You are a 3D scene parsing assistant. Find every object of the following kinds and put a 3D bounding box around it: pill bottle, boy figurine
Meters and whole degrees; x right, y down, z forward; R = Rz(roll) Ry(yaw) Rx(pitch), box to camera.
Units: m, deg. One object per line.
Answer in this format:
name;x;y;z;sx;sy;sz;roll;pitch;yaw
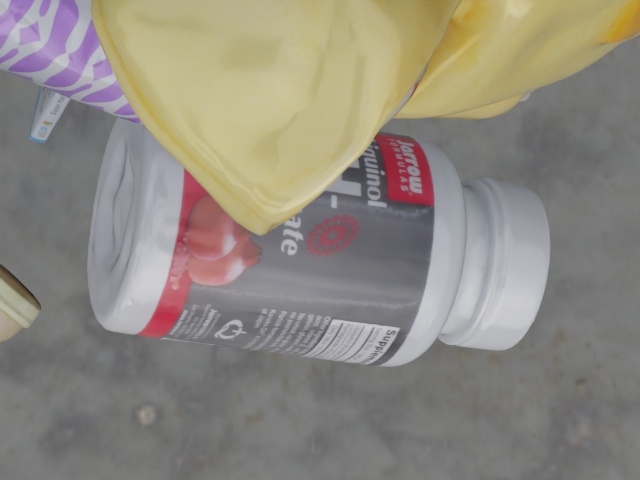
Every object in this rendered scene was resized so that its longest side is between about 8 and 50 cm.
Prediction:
pill bottle;0.000;0.000;1.348;0.318;0.176;0.176;8;116;-19
boy figurine;0.075;-0.078;0.495;0.177;0.285;0.092;-38;74;51

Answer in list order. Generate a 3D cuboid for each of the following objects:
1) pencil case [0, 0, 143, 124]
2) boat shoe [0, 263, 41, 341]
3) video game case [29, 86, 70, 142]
pencil case;-0.134;-0.124;1.056;0.206;0.086;0.088;23;75;-41
boat shoe;-0.275;0.022;1.018;0.098;0.302;0.109;-57;136;-20
video game case;-0.183;-0.154;1.347;0.015;0.119;0.166;14;158;-16
